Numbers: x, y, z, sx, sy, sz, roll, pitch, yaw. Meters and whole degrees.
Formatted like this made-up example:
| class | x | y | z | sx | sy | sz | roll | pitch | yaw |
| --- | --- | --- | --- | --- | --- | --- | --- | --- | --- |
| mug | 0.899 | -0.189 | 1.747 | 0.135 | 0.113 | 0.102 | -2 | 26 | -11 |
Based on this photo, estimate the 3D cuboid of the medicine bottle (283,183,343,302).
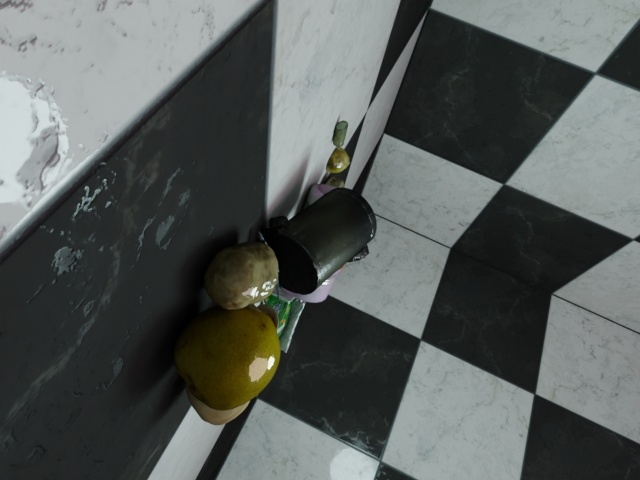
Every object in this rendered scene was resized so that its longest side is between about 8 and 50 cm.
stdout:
| class | x | y | z | sx | sy | sz | roll | pitch | yaw |
| --- | --- | --- | --- | --- | --- | --- | --- | --- | --- |
| medicine bottle | 0.000 | 0.012 | 1.507 | 0.388 | 0.219 | 0.219 | -66 | 174 | 21 |

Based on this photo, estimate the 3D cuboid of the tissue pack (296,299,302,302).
| class | x | y | z | sx | sy | sz | roll | pitch | yaw |
| --- | --- | --- | --- | --- | --- | --- | --- | --- | --- |
| tissue pack | -0.053 | 0.095 | 1.802 | 0.259 | 0.122 | 0.361 | 105 | 9 | -84 |

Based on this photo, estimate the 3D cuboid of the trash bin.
| class | x | y | z | sx | sy | sz | roll | pitch | yaw |
| --- | --- | --- | --- | --- | --- | --- | --- | --- | --- |
| trash bin | 0.000 | 0.000 | 1.196 | 0.203 | 0.252 | 0.301 | -11 | -160 | 44 |

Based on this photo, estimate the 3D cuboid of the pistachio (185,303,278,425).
| class | x | y | z | sx | sy | sz | roll | pitch | yaw |
| --- | --- | --- | --- | --- | --- | --- | --- | --- | --- |
| pistachio | -0.206 | 0.292 | 1.021 | 0.299 | 0.188 | 0.187 | -64 | 174 | -5 |

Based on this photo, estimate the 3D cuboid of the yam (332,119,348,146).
| class | x | y | z | sx | sy | sz | roll | pitch | yaw |
| --- | --- | --- | --- | --- | --- | --- | --- | --- | --- |
| yam | 0.066 | -0.358 | 1.419 | 0.094 | 0.043 | 0.043 | 101 | 15 | -61 |

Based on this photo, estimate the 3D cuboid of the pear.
| class | x | y | z | sx | sy | sz | roll | pitch | yaw |
| --- | --- | --- | --- | --- | --- | --- | --- | --- | --- |
| pear | -0.178 | 0.224 | 0.843 | 0.209 | 0.209 | 0.208 | 25 | 90 | -84 |

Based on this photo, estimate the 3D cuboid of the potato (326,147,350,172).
| class | x | y | z | sx | sy | sz | roll | pitch | yaw |
| --- | --- | --- | --- | --- | --- | --- | --- | --- | --- |
| potato | 0.066 | -0.289 | 1.593 | 0.103 | 0.067 | 0.096 | -55 | 165 | -49 |

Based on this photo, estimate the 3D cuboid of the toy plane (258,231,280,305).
| class | x | y | z | sx | sy | sz | roll | pitch | yaw |
| --- | --- | --- | --- | --- | --- | --- | --- | --- | --- |
| toy plane | -0.172 | 0.090 | 1.085 | 0.273 | 0.107 | 0.181 | 153 | -78 | -69 |

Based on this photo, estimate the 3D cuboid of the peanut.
| class | x | y | z | sx | sy | sz | roll | pitch | yaw |
| --- | --- | --- | --- | --- | --- | --- | --- | --- | --- |
| peanut | -0.154 | 0.071 | 0.844 | 0.129 | 0.129 | 0.224 | -67 | 172 | 15 |

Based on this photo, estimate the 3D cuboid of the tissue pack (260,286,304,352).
| class | x | y | z | sx | sy | sz | roll | pitch | yaw |
| --- | --- | --- | --- | --- | --- | --- | --- | --- | --- |
| tissue pack | -0.161 | 0.301 | 1.595 | 0.148 | 0.156 | 0.208 | -31 | 145 | -84 |

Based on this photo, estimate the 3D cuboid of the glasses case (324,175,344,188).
| class | x | y | z | sx | sy | sz | roll | pitch | yaw |
| --- | --- | --- | --- | --- | --- | --- | --- | --- | --- |
| glasses case | 0.044 | -0.150 | 1.794 | 0.156 | 0.098 | 0.425 | -62 | 174 | -7 |
